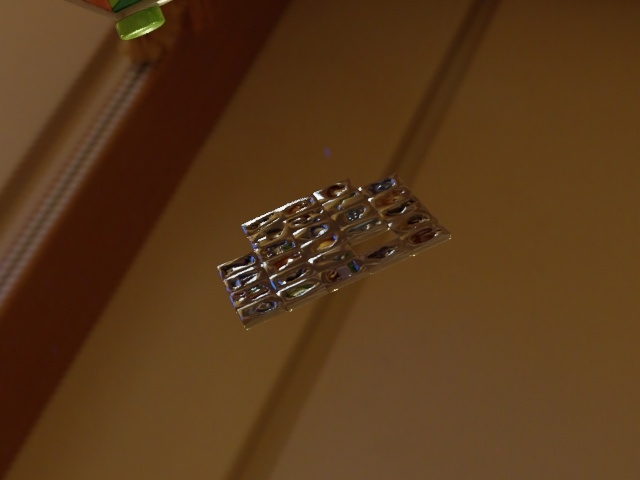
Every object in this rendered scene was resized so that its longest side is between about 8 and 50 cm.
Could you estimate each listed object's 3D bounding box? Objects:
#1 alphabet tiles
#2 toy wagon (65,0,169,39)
[{"bbox_3d":[0.000,0.000,1.615,0.198,0.009,0.237,-24,-159,-4],"label":"alphabet tiles"},{"bbox_3d":[-0.168,-0.398,1.954,0.344,0.068,0.267,-24,-88,12],"label":"toy wagon"}]
